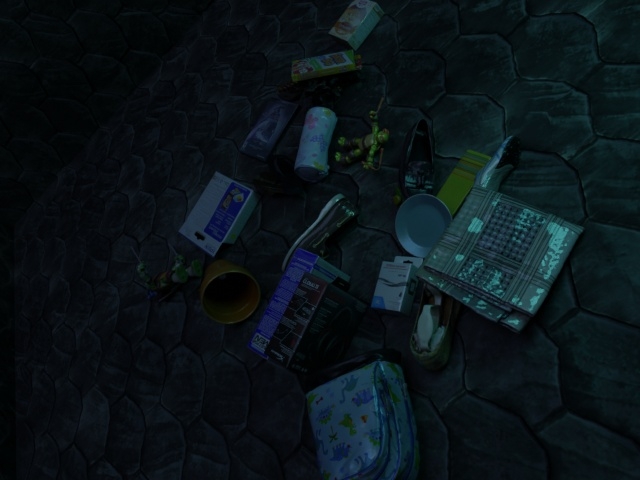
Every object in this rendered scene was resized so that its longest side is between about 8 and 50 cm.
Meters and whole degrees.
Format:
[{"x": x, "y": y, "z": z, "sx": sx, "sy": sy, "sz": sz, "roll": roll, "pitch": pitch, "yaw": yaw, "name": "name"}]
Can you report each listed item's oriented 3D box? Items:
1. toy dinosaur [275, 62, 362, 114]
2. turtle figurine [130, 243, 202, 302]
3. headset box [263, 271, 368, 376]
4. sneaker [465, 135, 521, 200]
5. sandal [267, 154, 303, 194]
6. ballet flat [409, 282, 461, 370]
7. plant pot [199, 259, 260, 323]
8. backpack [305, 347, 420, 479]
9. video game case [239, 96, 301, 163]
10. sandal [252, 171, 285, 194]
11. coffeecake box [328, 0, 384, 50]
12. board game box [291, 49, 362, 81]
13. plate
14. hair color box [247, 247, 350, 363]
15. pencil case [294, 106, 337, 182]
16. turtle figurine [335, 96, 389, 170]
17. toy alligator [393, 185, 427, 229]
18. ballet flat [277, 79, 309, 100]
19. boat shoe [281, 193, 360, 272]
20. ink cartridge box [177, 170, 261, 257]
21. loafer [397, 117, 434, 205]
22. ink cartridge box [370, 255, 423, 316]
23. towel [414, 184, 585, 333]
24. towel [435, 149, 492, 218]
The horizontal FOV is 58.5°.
[{"x": 0.000, "y": -0.588, "z": 2.179, "sx": 0.321, "sy": 0.164, "sz": 0.219, "roll": -19, "pitch": 52, "yaw": 28, "name": "toy dinosaur"}, {"x": -0.620, "y": 0.097, "z": 2.287, "sx": 0.266, "sy": 0.197, "sz": 0.275, "roll": -8, "pitch": 65, "yaw": 33, "name": "turtle figurine"}, {"x": -0.001, "y": 0.243, "z": 1.665, "sx": 0.110, "sy": 0.218, "sz": 0.293, "roll": 20, "pitch": 80, "yaw": 43, "name": "headset box"}, {"x": 0.484, "y": -0.196, "z": 1.602, "sx": 0.086, "sy": 0.085, "sz": 0.237, "roll": 24, "pitch": 80, "yaw": 52, "name": "sneaker"}, {"x": -0.128, "y": -0.262, "z": 2.139, "sx": 0.097, "sy": 0.055, "sz": 0.254, "roll": -21, "pitch": 42, "yaw": -13, "name": "sandal"}, {"x": 0.310, "y": 0.167, "z": 1.519, "sx": 0.123, "sy": 0.123, "sz": 0.349, "roll": -1, "pitch": 66, "yaw": 40, "name": "ballet flat"}, {"x": -0.333, "y": 0.161, "z": 2.022, "sx": 0.205, "sy": 0.205, "sz": 0.188, "roll": -50, "pitch": 30, "yaw": 6, "name": "plant pot"}, {"x": 0.106, "y": 0.477, "z": 1.449, "sx": 0.290, "sy": 0.273, "sz": 0.356, "roll": -25, "pitch": 64, "yaw": 19, "name": "backpack"}, {"x": -0.213, "y": -0.462, "z": 2.378, "sx": 0.196, "sy": 0.026, "sz": 0.274, "roll": 27, "pitch": 86, "yaw": 45, "name": "video game case"}, {"x": -0.170, "y": -0.206, "z": 2.175, "sx": 0.219, "sy": 0.060, "sz": 0.090, "roll": 16, "pitch": 50, "yaw": 29, "name": "sandal"}, {"x": 0.142, "y": -0.864, "z": 2.274, "sx": 0.186, "sy": 0.068, "sz": 0.142, "roll": -52, "pitch": 44, "yaw": 4, "name": "coffeecake box"}, {"x": 0.022, "y": -0.649, "z": 2.115, "sx": 0.259, "sy": 0.039, "sz": 0.124, "roll": -7, "pitch": 41, "yaw": 5, "name": "board game box"}, {"x": 0.304, "y": -0.043, "z": 1.666, "sx": 0.188, "sy": 0.024, "sz": 0.188, "roll": 6, "pitch": 100, "yaw": 37, "name": "plate"}, {"x": -0.061, "y": 0.216, "z": 1.754, "sx": 0.110, "sy": 0.185, "sz": 0.339, "roll": 22, "pitch": 82, "yaw": 43, "name": "hair color box"}, {"x": -0.016, "y": -0.353, "z": 2.088, "sx": 0.124, "sy": 0.113, "sz": 0.273, "roll": -3, "pitch": 64, "yaw": 28, "name": "pencil case"}, {"x": 0.157, "y": -0.341, "z": 1.954, "sx": 0.217, "sy": 0.087, "sz": 0.270, "roll": -12, "pitch": 68, "yaw": 44, "name": "turtle figurine"}, {"x": 0.271, "y": -0.087, "z": 1.745, "sx": 0.190, "sy": 0.056, "sz": 0.051, "roll": 60, "pitch": 148, "yaw": 29, "name": "toy alligator"}, {"x": -0.085, "y": -0.625, "z": 2.345, "sx": 0.249, "sy": 0.058, "sz": 0.084, "roll": 2, "pitch": 107, "yaw": 46, "name": "ballet flat"}, {"x": 0.000, "y": 0.000, "z": 1.880, "sx": 0.096, "sy": 0.116, "sz": 0.324, "roll": 40, "pitch": 94, "yaw": 17, "name": "boat shoe"}, {"x": -0.411, "y": -0.104, "z": 2.317, "sx": 0.303, "sy": 0.072, "sz": 0.307, "roll": 29, "pitch": 89, "yaw": 44, "name": "ink cartridge box"}, {"x": 0.298, "y": -0.239, "z": 1.747, "sx": 0.108, "sy": 0.095, "sz": 0.303, "roll": 6, "pitch": 61, "yaw": -2, "name": "loafer"}, {"x": 0.222, "y": 0.122, "z": 1.654, "sx": 0.104, "sy": 0.060, "sz": 0.180, "roll": 3, "pitch": 70, "yaw": 42, "name": "ink cartridge box"}, {"x": 0.444, "y": 0.034, "z": 1.442, "sx": 0.312, "sy": 0.056, "sz": 0.324, "roll": 29, "pitch": 78, "yaw": 28, "name": "towel"}, {"x": 0.408, "y": -0.157, "z": 1.690, "sx": 0.237, "sy": 0.021, "sz": 0.102, "roll": -56, "pitch": 39, "yaw": 1, "name": "towel"}]
